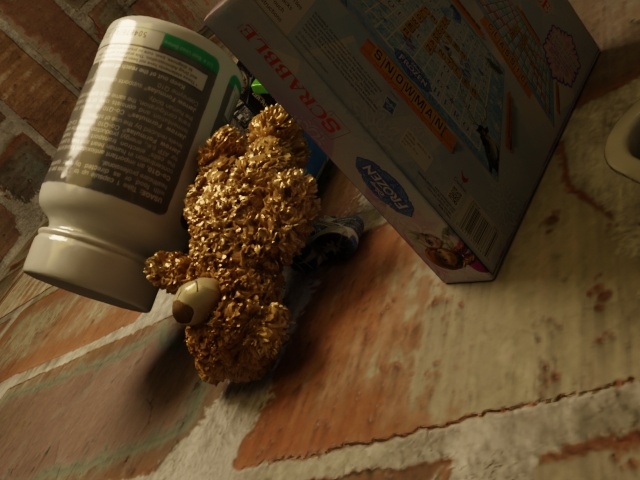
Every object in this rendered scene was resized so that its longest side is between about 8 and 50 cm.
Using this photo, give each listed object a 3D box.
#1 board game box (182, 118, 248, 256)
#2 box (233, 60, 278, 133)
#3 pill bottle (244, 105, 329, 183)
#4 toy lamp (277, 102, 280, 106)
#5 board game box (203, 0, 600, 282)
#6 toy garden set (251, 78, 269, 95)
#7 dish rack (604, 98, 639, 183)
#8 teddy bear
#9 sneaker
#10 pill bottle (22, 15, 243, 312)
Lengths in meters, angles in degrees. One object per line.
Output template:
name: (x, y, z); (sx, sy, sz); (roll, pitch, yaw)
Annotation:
board game box: (-0.229, -0.085, 1.221); (0.232, 0.141, 0.291); (-50, 24, -11)
box: (-0.184, -0.244, 1.399); (0.180, 0.147, 0.078); (-26, 30, 38)
pill bottle: (-0.059, -0.113, 1.016); (0.124, 0.124, 0.222); (-20, 35, 44)
toy lamp: (-0.010, -0.266, 1.249); (0.080, 0.080, 0.275); (-13, 37, 50)
board game box: (0.104, -0.183, 0.634); (0.066, 0.319, 0.318); (-10, 40, 53)
toy garden set: (0.034, -0.306, 1.184); (0.244, 0.049, 0.204); (1, 44, 25)
dish rack: (0.350, -0.080, 0.378); (0.285, 0.072, 0.333); (-43, 24, 7)
teddy bear: (-0.102, -0.012, 0.800); (0.245, 0.113, 0.338); (4, 66, 35)
sneaker: (0.000, 0.000, 0.847); (0.135, 0.052, 0.058); (-9, 31, 42)
pill bottle: (-0.253, -0.098, 0.957); (0.204, 0.204, 0.361); (-4, 65, 56)
